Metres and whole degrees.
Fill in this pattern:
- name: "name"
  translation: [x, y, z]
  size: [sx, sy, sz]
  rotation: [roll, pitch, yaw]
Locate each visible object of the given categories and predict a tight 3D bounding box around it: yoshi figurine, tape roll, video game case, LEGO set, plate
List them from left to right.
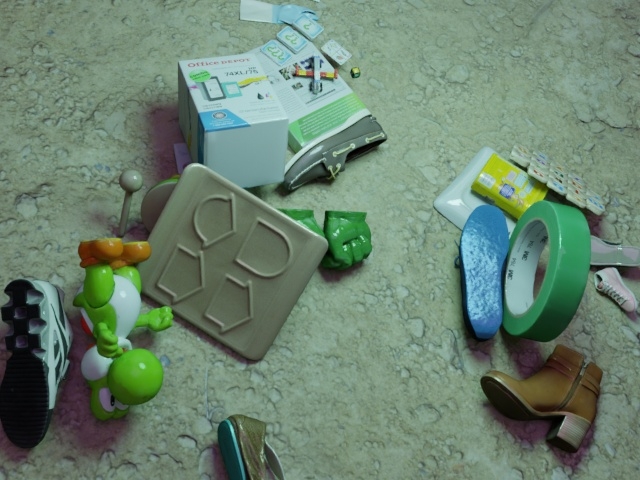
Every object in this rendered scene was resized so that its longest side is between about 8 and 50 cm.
- name: "yoshi figurine"
  translation: [-0.389, 0.178, 1.452]
  size: [0.203, 0.203, 0.363]
  rotation: [0, 84, -21]
- name: "video game case"
  translation: [-0.276, -0.184, 1.782]
  size: [0.157, 0.019, 0.143]
  rotation: [-7, 65, -16]
- name: "LEGO set"
  translation: [-0.012, -0.497, 1.920]
  size: [0.244, 0.060, 0.182]
  rotation: [41, 65, 9]
- name: "plate"
  translation: [0.480, -0.099, 1.902]
  size: [0.277, 0.045, 0.278]
  rotation: [40, 62, 8]
- name: "tape roll"
  translation: [0.510, 0.071, 1.665]
  size: [0.077, 0.321, 0.322]
  rotation: [14, 61, -6]

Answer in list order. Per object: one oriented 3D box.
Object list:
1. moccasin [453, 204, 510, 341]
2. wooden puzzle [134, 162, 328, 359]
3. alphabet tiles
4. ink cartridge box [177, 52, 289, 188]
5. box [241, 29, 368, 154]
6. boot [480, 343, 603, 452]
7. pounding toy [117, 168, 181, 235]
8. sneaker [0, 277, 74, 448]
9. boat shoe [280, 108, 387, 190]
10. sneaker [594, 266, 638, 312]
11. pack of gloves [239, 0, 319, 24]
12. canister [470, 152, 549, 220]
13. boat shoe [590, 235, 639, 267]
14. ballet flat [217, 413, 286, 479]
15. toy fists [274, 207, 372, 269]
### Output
- name: "moccasin"
  translation: [0.381, 0.079, 1.754]
  size: [0.137, 0.117, 0.342]
  rotation: [11, 66, 6]
- name: "wooden puzzle"
  translation: [-0.201, 0.046, 1.575]
  size: [0.347, 0.080, 0.322]
  rotation: [30, 104, -1]
- name: "alphabet tiles"
  translation: [0.626, -0.165, 1.904]
  size: [0.284, 0.021, 0.278]
  rotation: [34, 26, 5]
- name: "ink cartridge box"
  translation: [-0.214, -0.282, 1.708]
  size: [0.198, 0.197, 0.270]
  rotation: [-11, 49, -18]
- name: "box"
  translation: [-0.057, -0.402, 1.924]
  size: [0.232, 0.058, 0.322]
  rotation: [-30, 73, -25]
- name: "boot"
  translation: [0.520, 0.323, 1.659]
  size: [0.283, 0.109, 0.220]
  rotation: [32, 62, 2]
- name: "pounding toy"
  translation: [-0.338, -0.089, 1.656]
  size: [0.236, 0.183, 0.110]
  rotation: [10, 37, -5]
- name: "sneaker"
  translation: [-0.554, 0.244, 1.448]
  size: [0.122, 0.146, 0.331]
  rotation: [1, 86, 17]
- name: "boat shoe"
  translation: [0.034, -0.215, 1.819]
  size: [0.324, 0.116, 0.097]
  rotation: [-37, 82, -26]
- name: "sneaker"
  translation: [0.751, 0.131, 1.845]
  size: [0.070, 0.051, 0.134]
  rotation: [-9, 58, -22]
- name: "pack of gloves"
  translation: [-0.112, -0.705, 2.069]
  size: [0.231, 0.046, 0.195]
  rotation: [6, 62, -10]
- name: "canister"
  translation: [0.488, -0.137, 1.856]
  size: [0.169, 0.073, 0.126]
  rotation: [34, 60, 7]
- name: "boat shoe"
  translation: [0.740, 0.033, 1.893]
  size: [0.205, 0.065, 0.075]
  rotation: [10, 87, 9]
- name: "ballet flat"
  translation: [-0.121, 0.513, 1.430]
  size: [0.124, 0.116, 0.343]
  rotation: [5, 57, -32]
- name: "toy fists"
  translation: [0.000, 0.000, 1.675]
  size: [0.279, 0.096, 0.142]
  rotation: [0, 94, -31]
